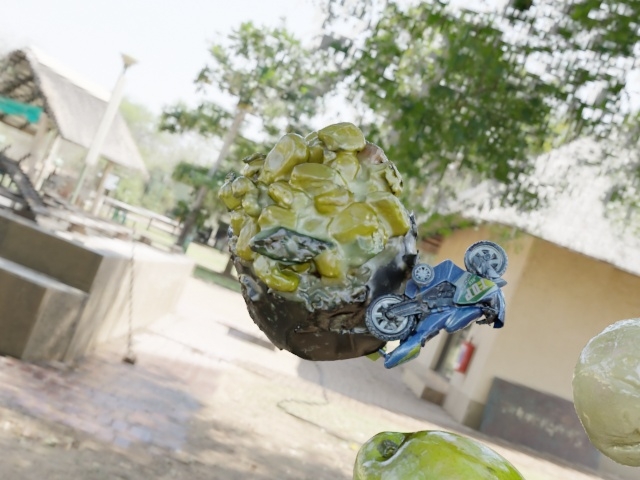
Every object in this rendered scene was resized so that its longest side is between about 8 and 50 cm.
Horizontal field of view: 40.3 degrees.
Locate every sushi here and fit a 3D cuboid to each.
[{"bbox_3d":[0.000,0.000,1.426,0.328,0.329,0.285,-7,-36,3],"label":"sushi"}]

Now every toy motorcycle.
[{"bbox_3d":[0.190,0.101,1.317,0.135,0.254,0.092,59,-11,21],"label":"toy motorcycle"}]

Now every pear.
[{"bbox_3d":[0.126,0.287,0.895,0.220,0.187,0.187,55,9,20],"label":"pear"}]

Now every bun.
[{"bbox_3d":[0.413,0.196,1.076,0.128,0.178,0.193,1,-63,58],"label":"bun"}]

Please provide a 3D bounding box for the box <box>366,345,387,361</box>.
[{"bbox_3d":[0.049,0.083,1.682,0.173,0.043,0.311,36,26,-18],"label":"box"}]
